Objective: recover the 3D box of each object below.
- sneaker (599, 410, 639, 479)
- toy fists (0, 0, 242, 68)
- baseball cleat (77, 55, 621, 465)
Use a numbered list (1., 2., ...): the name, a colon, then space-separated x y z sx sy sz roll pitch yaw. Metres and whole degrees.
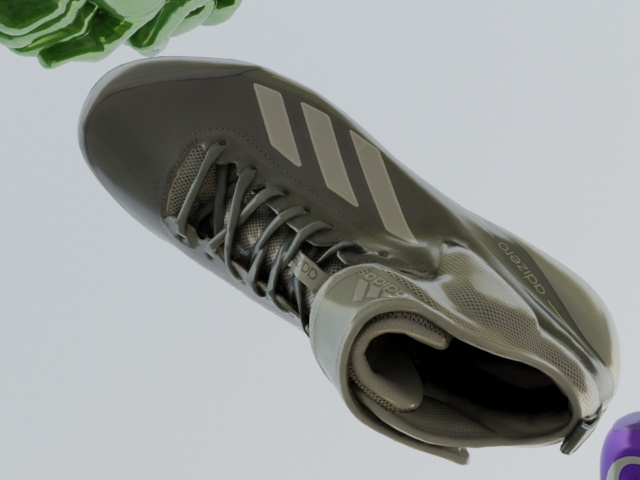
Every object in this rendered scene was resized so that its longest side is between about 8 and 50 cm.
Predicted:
1. sneaker: 0.195 0.239 0.779 0.146 0.102 0.293 -25 -80 -39
2. toy fists: -0.115 -0.170 0.896 0.096 0.142 0.279 59 -155 2
3. baseball cleat: 0.000 0.000 0.473 0.206 0.109 0.072 25 -72 12
